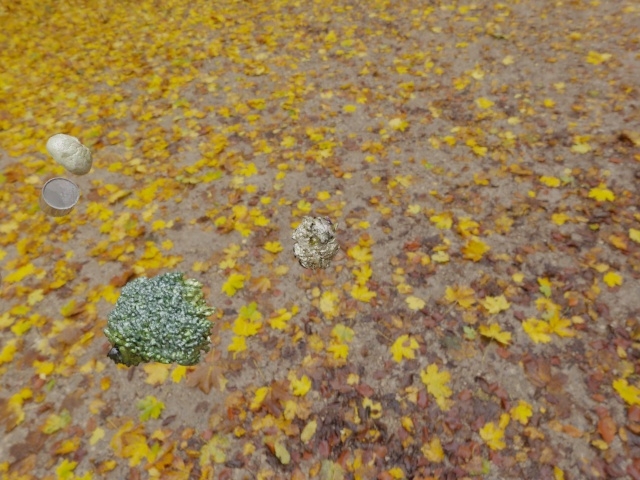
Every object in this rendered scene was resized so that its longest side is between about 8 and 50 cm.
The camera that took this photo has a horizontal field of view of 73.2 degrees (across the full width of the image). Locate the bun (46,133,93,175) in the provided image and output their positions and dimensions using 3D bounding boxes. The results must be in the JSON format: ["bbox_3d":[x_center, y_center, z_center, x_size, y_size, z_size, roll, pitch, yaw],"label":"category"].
[{"bbox_3d":[-0.625,-0.220,1.085,0.069,0.115,0.115,-43,49,-1],"label":"bun"}]

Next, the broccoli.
[{"bbox_3d":[-0.471,0.236,1.279,0.338,0.317,0.277,3,67,-3],"label":"broccoli"}]

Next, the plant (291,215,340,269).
[{"bbox_3d":[0.000,0.000,0.929,0.104,0.116,0.122,15,19,29],"label":"plant"}]

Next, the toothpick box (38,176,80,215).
[{"bbox_3d":[-0.884,-0.143,1.455,0.111,0.111,0.180,-43,19,-32],"label":"toothpick box"}]
